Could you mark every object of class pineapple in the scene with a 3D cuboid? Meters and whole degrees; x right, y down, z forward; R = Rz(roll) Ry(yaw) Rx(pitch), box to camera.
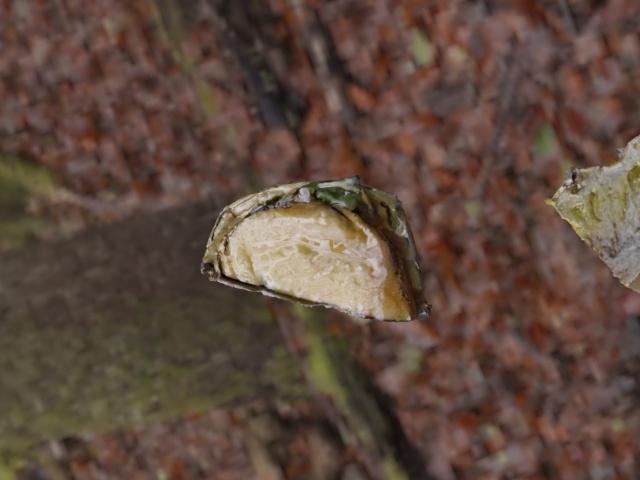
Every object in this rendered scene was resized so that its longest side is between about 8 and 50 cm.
[{"bbox_3d":[0.325,-0.021,1.682,0.236,0.114,0.186,-18,49,53],"label":"pineapple"}]

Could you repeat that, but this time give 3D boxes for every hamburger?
[{"bbox_3d":[0.006,-0.005,1.314,0.087,0.176,0.102,-35,-43,-80],"label":"hamburger"}]
